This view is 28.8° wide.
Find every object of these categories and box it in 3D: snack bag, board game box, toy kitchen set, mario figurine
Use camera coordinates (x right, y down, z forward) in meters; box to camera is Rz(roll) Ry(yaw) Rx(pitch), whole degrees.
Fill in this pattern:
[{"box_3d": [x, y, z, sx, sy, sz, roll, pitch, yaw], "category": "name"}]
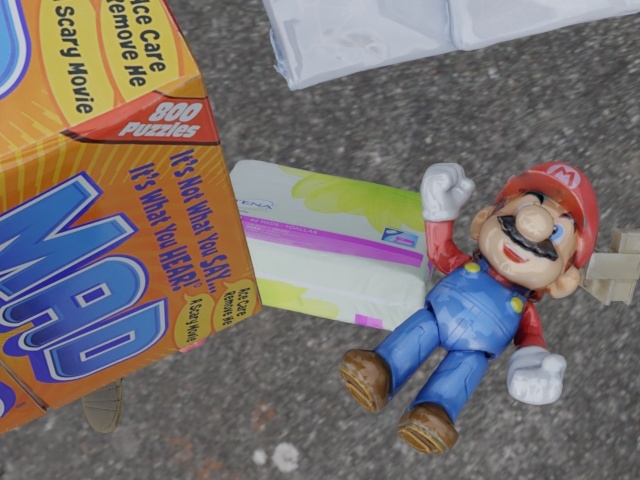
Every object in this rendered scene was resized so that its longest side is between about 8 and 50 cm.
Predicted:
[{"box_3d": [0.088, -0.271, 1.005, 0.342, 0.037, 0.323, -11, 138, 10], "category": "snack bag"}, {"box_3d": [-0.284, -0.084, 0.821, 0.356, 0.356, 0.356, -25, 68, -8], "category": "board game box"}, {"box_3d": [0.301, 0.019, 1.359, 0.075, 0.068, 0.083, -135, 50, -59], "category": "toy kitchen set"}, {"box_3d": [0.161, 0.041, 1.212, 0.198, 0.320, 0.170, 48, 161, -24], "category": "mario figurine"}]

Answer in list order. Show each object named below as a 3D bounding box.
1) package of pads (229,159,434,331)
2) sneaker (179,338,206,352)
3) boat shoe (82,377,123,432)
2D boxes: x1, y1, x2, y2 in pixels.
[{"box_3d": [0.000, 0.000, 1.575, 0.296, 0.229, 0.101, 12, 119, 7], "category": "package of pads"}, {"box_3d": [-0.206, 0.017, 1.188, 0.116, 0.313, 0.136, -23, 55, 38], "category": "sneaker"}, {"box_3d": [-0.271, 0.165, 1.573, 0.056, 0.049, 0.152, 0, 99, 11], "category": "boat shoe"}]
